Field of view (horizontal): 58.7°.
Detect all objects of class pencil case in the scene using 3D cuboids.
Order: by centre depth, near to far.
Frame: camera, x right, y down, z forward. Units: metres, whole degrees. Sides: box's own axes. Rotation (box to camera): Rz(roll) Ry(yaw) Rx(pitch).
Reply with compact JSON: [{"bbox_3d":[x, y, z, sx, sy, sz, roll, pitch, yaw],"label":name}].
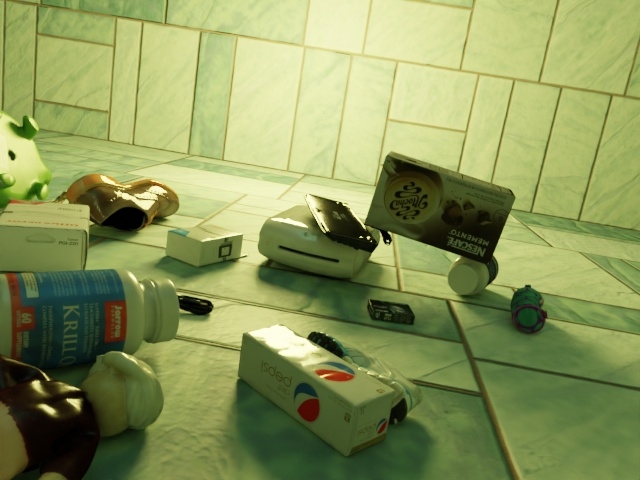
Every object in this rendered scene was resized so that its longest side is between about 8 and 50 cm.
[{"bbox_3d":[0.436,0.143,1.194,0.070,0.065,0.151,-13,6,20],"label":"pencil case"}]

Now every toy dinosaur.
[{"bbox_3d":[-0.684,-0.079,1.431,0.092,0.053,0.183,-5,19,22],"label":"toy dinosaur"}]

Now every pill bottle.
[{"bbox_3d":[-0.307,0.100,0.751,0.221,0.125,0.124,-2,18,-36],"label":"pill bottle"},{"bbox_3d":[0.358,0.077,1.348,0.094,0.094,0.169,16,15,26],"label":"pill bottle"}]

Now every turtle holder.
[{"bbox_3d":[-0.807,-0.193,1.387,0.227,0.244,0.320,-14,17,7],"label":"turtle holder"}]

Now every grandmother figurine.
[{"bbox_3d":[-0.295,0.177,0.524,0.208,0.104,0.342,48,28,24],"label":"grandmother figurine"}]

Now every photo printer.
[{"bbox_3d":[0.000,0.000,1.399,0.255,0.107,0.307,14,15,12],"label":"photo printer"}]

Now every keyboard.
[{"bbox_3d":[0.072,-0.037,1.322,0.201,0.033,0.317,13,18,-14],"label":"keyboard"}]

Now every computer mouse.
[{"bbox_3d":[-0.303,0.090,0.976,0.241,0.041,0.071,8,13,-7],"label":"computer mouse"}]

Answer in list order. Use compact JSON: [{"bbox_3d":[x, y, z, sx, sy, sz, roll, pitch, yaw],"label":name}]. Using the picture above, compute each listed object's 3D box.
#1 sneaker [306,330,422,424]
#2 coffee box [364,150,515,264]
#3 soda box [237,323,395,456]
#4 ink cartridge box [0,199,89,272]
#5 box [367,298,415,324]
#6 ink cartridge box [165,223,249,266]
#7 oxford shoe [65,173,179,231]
[{"bbox_3d":[0.057,0.185,0.791,0.190,0.072,0.082,29,16,34],"label":"sneaker"},{"bbox_3d":[0.271,-0.078,1.305,0.296,0.168,0.119,20,17,7],"label":"coffee box"},{"bbox_3d":[-0.013,0.182,0.728,0.073,0.069,0.216,-5,19,-44],"label":"soda box"},{"bbox_3d":[-0.541,-0.011,1.121,0.158,0.092,0.218,4,13,-22],"label":"ink cartridge box"},{"bbox_3d":[0.136,0.139,1.111,0.083,0.018,0.067,8,13,-4],"label":"box"},{"bbox_3d":[-0.253,0.006,1.308,0.104,0.060,0.180,16,15,28],"label":"ink cartridge box"},{"bbox_3d":[-0.471,-0.074,1.450,0.133,0.130,0.363,49,19,15],"label":"oxford shoe"}]
